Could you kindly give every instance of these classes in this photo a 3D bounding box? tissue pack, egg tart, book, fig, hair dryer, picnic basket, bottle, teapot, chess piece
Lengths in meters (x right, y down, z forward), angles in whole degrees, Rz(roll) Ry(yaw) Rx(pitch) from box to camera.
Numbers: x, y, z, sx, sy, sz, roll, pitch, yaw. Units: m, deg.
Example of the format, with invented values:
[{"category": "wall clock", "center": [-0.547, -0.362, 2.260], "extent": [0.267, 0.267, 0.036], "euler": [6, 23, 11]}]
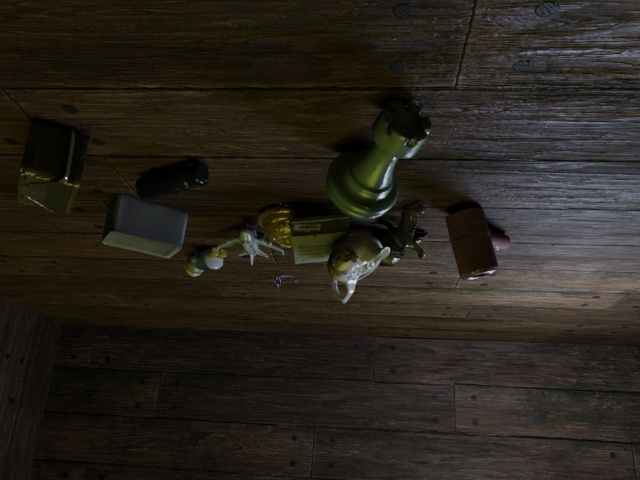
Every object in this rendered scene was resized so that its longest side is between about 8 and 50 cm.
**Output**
[{"category": "tissue pack", "center": [-0.605, -0.043, 1.882], "extent": [0.246, 0.135, 0.159], "euler": [16, 156, -31]}, {"category": "egg tart", "center": [-0.100, -0.042, 1.880], "extent": [0.232, 0.098, 0.252], "euler": [-5, 154, 11]}, {"category": "book", "center": [0.000, 0.000, 1.861], "extent": [0.201, 0.026, 0.289], "euler": [-6, 150, -4]}, {"category": "fig", "center": [0.271, 0.037, 1.984], "extent": [0.185, 0.126, 0.133], "euler": [4, 146, 9]}, {"category": "hair dryer", "center": [0.558, 0.018, 1.815], "extent": [0.125, 0.210, 0.352], "euler": [-23, 162, 40]}, {"category": "picnic basket", "center": [-0.724, -0.189, 1.473], "extent": [0.139, 0.165, 0.267], "euler": [13, 158, -26]}, {"category": "bottle", "center": [-0.434, -0.177, 1.598], "extent": [0.245, 0.082, 0.072], "euler": [-8, -159, 29]}, {"category": "teapot", "center": [0.120, 0.080, 1.869], "extent": [0.204, 0.139, 0.298], "euler": [-9, 145, -39]}, {"category": "chess piece", "center": [0.145, -0.199, 1.326], "extent": [0.195, 0.194, 0.299], "euler": [10, 149, -16]}]

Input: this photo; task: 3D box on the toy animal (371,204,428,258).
[{"category": "toy animal", "center": [0.266, -0.023, 1.821], "extent": [0.197, 0.160, 0.272], "euler": [2, 152, 8]}]

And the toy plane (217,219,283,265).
[{"category": "toy plane", "center": [-0.262, 0.004, 2.007], "extent": [0.251, 0.101, 0.255], "euler": [3, 155, 2]}]

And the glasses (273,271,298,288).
[{"category": "glasses", "center": [-0.158, 0.179, 2.551], "extent": [0.104, 0.062, 0.140], "euler": [-15, 164, -17]}]

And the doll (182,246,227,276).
[{"category": "doll", "center": [-0.489, 0.091, 2.270], "extent": [0.241, 0.098, 0.135], "euler": [-16, -168, 42]}]
